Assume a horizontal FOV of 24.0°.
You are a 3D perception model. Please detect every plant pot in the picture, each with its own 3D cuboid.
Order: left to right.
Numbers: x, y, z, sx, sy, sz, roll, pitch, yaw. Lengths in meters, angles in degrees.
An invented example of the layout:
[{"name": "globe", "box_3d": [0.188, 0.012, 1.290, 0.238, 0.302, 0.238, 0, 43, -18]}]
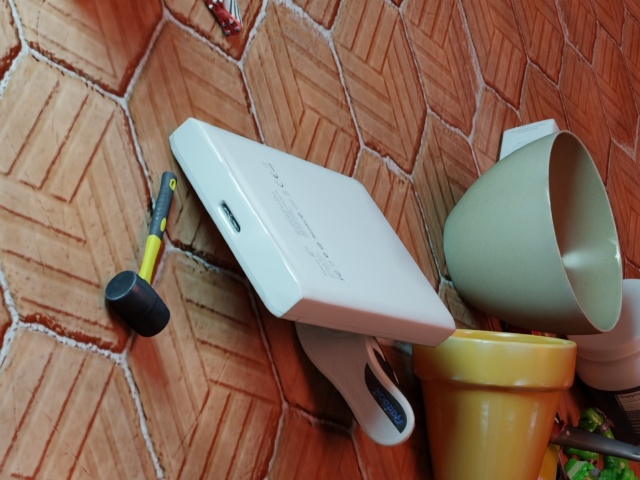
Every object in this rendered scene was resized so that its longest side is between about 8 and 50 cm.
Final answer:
[{"name": "plant pot", "box_3d": [0.211, 0.213, 1.888, 0.205, 0.205, 0.188, 4, 91, -62]}, {"name": "plant pot", "box_3d": [0.283, 0.007, 2.100, 0.284, 0.190, 0.284, 38, 45, -52]}]

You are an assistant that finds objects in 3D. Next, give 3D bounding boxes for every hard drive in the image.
[{"name": "hard drive", "box_3d": [0.000, 0.000, 1.618, 0.233, 0.047, 0.353, 57, 20, 24]}]

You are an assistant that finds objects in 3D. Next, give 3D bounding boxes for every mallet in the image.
[{"name": "mallet", "box_3d": [-0.154, 0.012, 1.431, 0.062, 0.039, 0.190, 58, 29, -30]}]

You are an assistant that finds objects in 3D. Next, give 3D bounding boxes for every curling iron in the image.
[{"name": "curling iron", "box_3d": [0.309, 0.243, 2.001, 0.068, 0.274, 0.035, -70, 176, -46]}]

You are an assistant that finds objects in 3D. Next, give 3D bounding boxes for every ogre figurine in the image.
[{"name": "ogre figurine", "box_3d": [0.431, 0.362, 2.341, 0.118, 0.097, 0.197, 43, 23, -20]}]

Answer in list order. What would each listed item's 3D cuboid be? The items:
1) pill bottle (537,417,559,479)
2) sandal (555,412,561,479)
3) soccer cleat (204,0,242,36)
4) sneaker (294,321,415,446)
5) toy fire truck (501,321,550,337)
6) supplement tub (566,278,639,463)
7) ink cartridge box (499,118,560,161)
[{"name": "pill bottle", "box_3d": [0.264, 0.314, 2.019, 0.103, 0.103, 0.184, 58, 32, -32]}, {"name": "sandal", "box_3d": [0.318, 0.311, 2.178, 0.097, 0.054, 0.254, 66, 29, -19]}, {"name": "soccer cleat", "box_3d": [-0.108, -0.263, 1.651, 0.036, 0.029, 0.083, -83, 151, -50]}, {"name": "sneaker", "box_3d": [0.033, 0.136, 1.707, 0.217, 0.079, 0.121, 62, -1, 7]}, {"name": "toy fire truck", "box_3d": [0.314, 0.104, 2.274, 0.135, 0.047, 0.192, 3, 75, -63]}, {"name": "supplement tub", "box_3d": [0.526, 0.217, 2.472, 0.272, 0.191, 0.191, 60, 31, -30]}, {"name": "ink cartridge box", "box_3d": [0.343, -0.054, 2.350, 0.160, 0.092, 0.219, 55, 33, -35]}]
